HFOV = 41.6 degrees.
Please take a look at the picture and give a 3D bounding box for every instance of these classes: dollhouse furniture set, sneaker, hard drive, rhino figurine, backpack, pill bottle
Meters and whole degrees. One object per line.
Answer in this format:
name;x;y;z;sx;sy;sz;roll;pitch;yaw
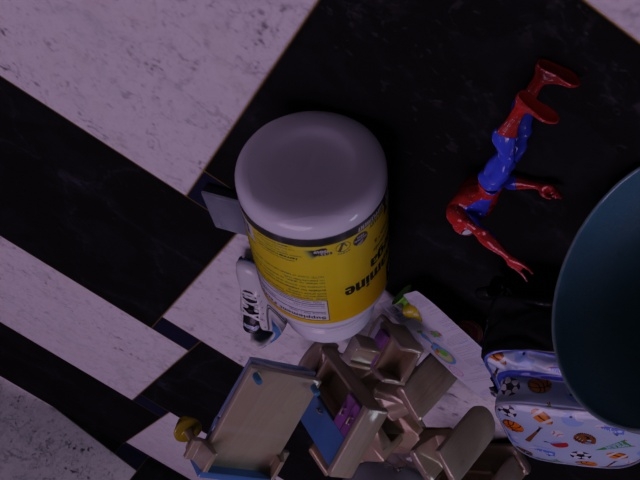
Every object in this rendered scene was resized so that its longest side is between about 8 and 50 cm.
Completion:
dollhouse furniture set;0.187;0.357;1.585;0.362;0.256;0.394;-17;107;50
sneaker;-0.110;0.114;1.512;0.085;0.086;0.237;18;148;21
dollhouse furniture set;-0.059;0.210;1.330;0.303;0.286;0.198;16;-161;-34
hard drive;-0.116;-0.040;1.338;0.135;0.022;0.094;15;148;21
rhino figurine;0.154;0.461;1.849;0.243;0.073;0.106;-8;139;48
backpack;0.358;0.191;1.142;0.276;0.213;0.263;6;154;29
pill bottle;0.000;0.000;1.139;0.188;0.188;0.334;18;150;17

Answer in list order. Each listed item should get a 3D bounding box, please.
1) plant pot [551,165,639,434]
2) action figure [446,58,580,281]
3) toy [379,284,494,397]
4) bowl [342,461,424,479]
plant pot;0.411;0.074;0.857;0.195;0.290;0.290;20;155;-23
action figure;0.231;-0.061;0.947;0.139;0.091;0.280;35;151;5
toy;0.216;0.152;1.330;0.237;0.056;0.137;39;157;-9
bowl;0.182;0.597;1.975;0.298;0.134;0.298;20;149;13
